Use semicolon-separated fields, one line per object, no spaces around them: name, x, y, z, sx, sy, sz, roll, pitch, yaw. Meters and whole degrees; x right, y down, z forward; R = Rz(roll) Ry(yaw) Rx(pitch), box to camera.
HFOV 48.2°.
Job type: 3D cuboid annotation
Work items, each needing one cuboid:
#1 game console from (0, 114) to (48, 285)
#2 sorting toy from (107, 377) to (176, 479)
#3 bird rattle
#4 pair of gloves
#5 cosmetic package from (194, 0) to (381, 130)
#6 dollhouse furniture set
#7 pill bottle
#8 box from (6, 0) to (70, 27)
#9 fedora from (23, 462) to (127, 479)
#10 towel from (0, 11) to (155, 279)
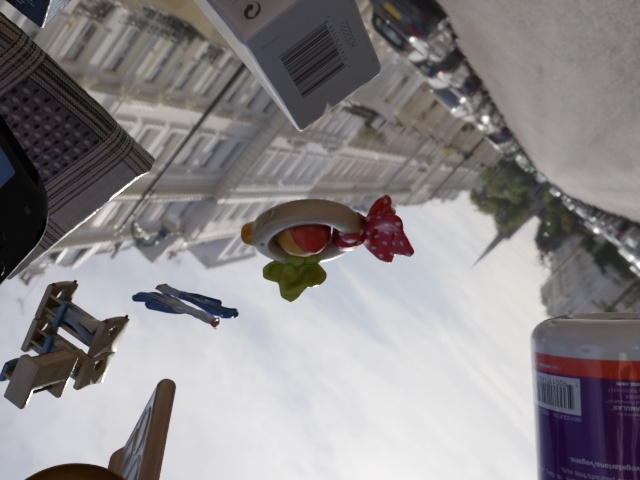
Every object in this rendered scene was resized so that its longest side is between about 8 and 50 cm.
game console;-0.419;-0.075;0.621;0.342;0.060;0.386;-72;-34;-51
sorting toy;-0.254;0.321;0.986;0.038;0.208;0.193;25;-146;-19
bird rattle;0.000;0.000;1.078;0.207;0.254;0.143;24;-120;-49
pair of gloves;-0.232;0.115;1.257;0.159;0.023;0.198;20;-176;8
cosmetic package;-0.118;-0.402;1.059;0.453;0.162;0.230;53;-179;27
dollhouse furniture set;-0.417;0.152;1.104;0.129;0.128;0.184;29;-169;17
pill bottle;0.306;0.236;0.707;0.181;0.182;0.322;2;-95;-67
box;-0.396;-0.401;0.953;0.156;0.158;0.093;38;-124;-13
fedora;-0.286;0.351;0.799;0.194;0.194;0.079;35;176;-20
towel;-0.425;-0.093;0.902;0.312;0.324;0.056;50;-172;-50
